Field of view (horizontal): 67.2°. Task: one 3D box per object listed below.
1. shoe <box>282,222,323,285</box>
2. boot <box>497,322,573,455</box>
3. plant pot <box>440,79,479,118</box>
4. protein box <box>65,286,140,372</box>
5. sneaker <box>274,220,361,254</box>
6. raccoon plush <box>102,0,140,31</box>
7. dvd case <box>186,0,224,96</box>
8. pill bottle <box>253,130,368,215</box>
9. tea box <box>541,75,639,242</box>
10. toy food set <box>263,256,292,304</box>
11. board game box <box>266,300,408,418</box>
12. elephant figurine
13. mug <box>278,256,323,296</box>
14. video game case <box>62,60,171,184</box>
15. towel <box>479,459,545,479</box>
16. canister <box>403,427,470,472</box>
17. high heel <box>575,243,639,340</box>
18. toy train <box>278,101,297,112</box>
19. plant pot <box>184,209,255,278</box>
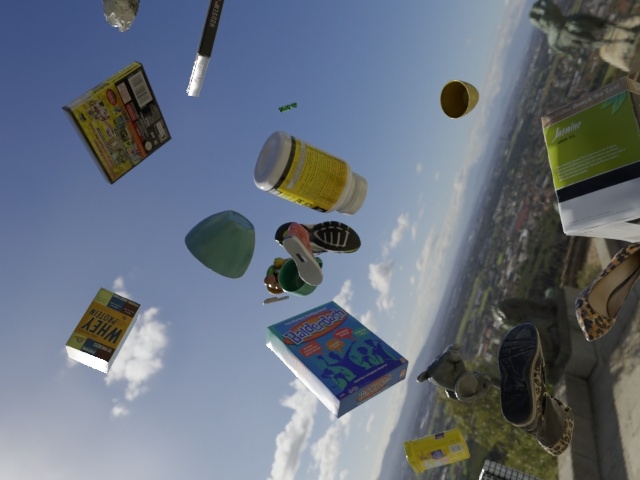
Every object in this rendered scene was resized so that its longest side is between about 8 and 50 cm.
[{"bbox_3d":[-0.039,0.036,1.306,0.178,0.064,0.081,58,-153,-30],"label":"shoe"},{"bbox_3d":[0.732,0.501,1.626,0.284,0.138,0.377,45,-138,-23],"label":"boot"},{"bbox_3d":[0.512,-0.511,1.727,0.095,0.134,0.134,-19,-48,-31],"label":"plant pot"},{"bbox_3d":[-0.696,0.292,1.550,0.200,0.136,0.201,-46,21,57],"label":"protein box"},{"bbox_3d":[0.000,0.000,1.654,0.121,0.300,0.111,49,-128,-60],"label":"sneaker"},{"bbox_3d":[-0.401,-0.759,1.294,0.216,0.299,0.446,42,-141,-75],"label":"raccoon plush"},{"bbox_3d":[-0.226,-0.440,0.989,0.179,0.030,0.238,158,123,-67],"label":"dvd case"},{"bbox_3d":[-0.023,-0.196,1.511,0.188,0.334,0.187,-38,42,44],"label":"pill bottle"},{"bbox_3d":[0.767,-0.181,1.198,0.220,0.329,0.323,-23,66,55],"label":"tea box"},{"bbox_3d":[-0.177,0.148,1.990,0.071,0.128,0.217,57,-148,-44],"label":"toy food set"},{"bbox_3d":[0.026,0.201,0.865,0.160,0.210,0.047,-18,-54,-35],"label":"board game box"},{"bbox_3d":[0.494,0.485,1.649,0.186,0.239,0.169,-50,-16,26],"label":"elephant figurine"},{"bbox_3d":[-0.058,0.133,1.708,0.097,0.158,0.129,34,-125,-53],"label":"mug"},{"bbox_3d":[-0.570,-0.334,1.390,0.248,0.035,0.274,-48,-26,-27],"label":"video game case"},{"bbox_3d":[0.625,0.867,1.559,0.121,0.235,0.283,-52,-36,-49],"label":"towel"},{"bbox_3d":[0.352,0.632,1.450,0.073,0.170,0.126,-99,-17,-46],"label":"canister"},{"bbox_3d":[0.724,0.120,1.182,0.261,0.093,0.186,-48,-15,-38],"label":"high heel"},{"bbox_3d":[-0.137,-0.559,2.023,0.017,0.083,0.023,-60,-47,-84],"label":"toy train"},{"bbox_3d":[-0.382,-0.010,1.987,0.195,0.290,0.290,-52,-11,14],"label":"plant pot"}]
